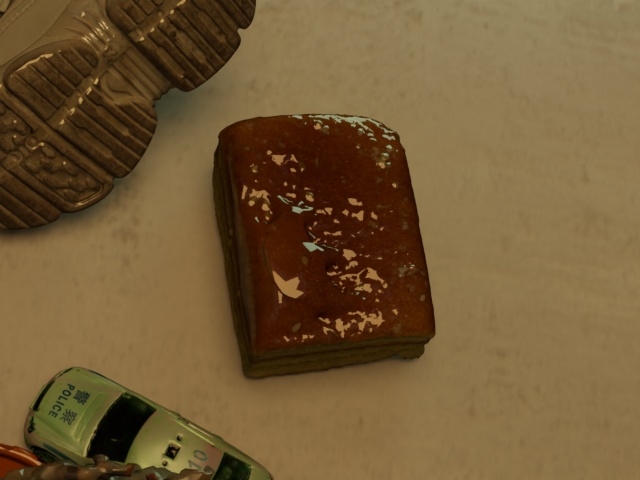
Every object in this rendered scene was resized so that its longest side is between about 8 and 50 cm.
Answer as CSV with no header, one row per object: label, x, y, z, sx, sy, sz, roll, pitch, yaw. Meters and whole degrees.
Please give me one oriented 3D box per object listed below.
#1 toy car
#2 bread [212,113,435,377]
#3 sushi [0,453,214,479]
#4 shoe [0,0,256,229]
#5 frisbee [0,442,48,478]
toy car,-0.149,0.186,1.556,0.224,0.076,0.090,29,63,1
bread,0.000,0.000,1.662,0.184,0.110,0.234,-4,65,-16
sushi,-0.138,0.319,1.342,0.418,0.175,0.417,-1,35,1
shoe,-0.235,-0.168,1.670,0.351,0.172,0.198,-40,41,-8
frisbee,-0.290,0.264,1.506,0.192,0.035,0.192,7,68,-17
